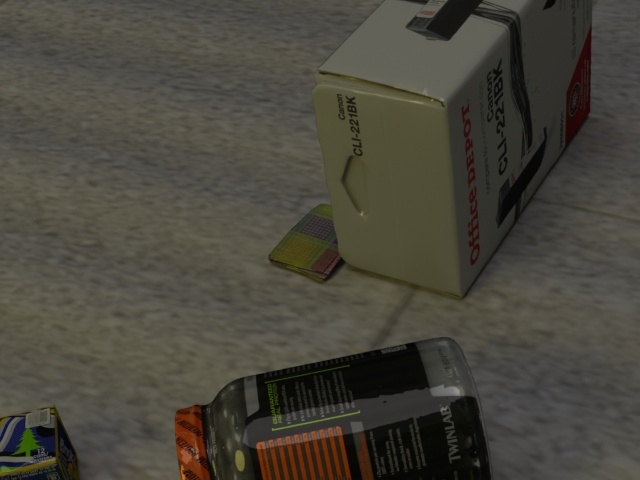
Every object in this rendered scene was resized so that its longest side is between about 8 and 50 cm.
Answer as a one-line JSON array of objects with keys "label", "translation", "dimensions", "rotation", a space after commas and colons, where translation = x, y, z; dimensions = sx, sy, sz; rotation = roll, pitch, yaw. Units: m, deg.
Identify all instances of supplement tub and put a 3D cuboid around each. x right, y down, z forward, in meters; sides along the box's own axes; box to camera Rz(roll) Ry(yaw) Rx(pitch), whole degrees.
[{"label": "supplement tub", "translation": [0.008, 0.135, 0.779], "dimensions": [0.191, 0.117, 0.117], "rotation": [-11, 41, -1]}]

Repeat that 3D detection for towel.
[{"label": "towel", "translation": [0.000, 0.000, 1.016], "dimensions": [0.060, 0.009, 0.083], "rotation": [16, 47, 28]}]

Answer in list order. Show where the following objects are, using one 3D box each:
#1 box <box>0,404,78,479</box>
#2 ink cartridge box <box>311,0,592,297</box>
[{"label": "box", "translation": [-0.258, 0.169, 0.838], "dimensions": [0.169, 0.059, 0.054], "rotation": [-12, 42, -2]}, {"label": "ink cartridge box", "translation": [0.119, -0.118, 0.982], "dimensions": [0.114, 0.197, 0.273], "rotation": [18, 48, 28]}]
